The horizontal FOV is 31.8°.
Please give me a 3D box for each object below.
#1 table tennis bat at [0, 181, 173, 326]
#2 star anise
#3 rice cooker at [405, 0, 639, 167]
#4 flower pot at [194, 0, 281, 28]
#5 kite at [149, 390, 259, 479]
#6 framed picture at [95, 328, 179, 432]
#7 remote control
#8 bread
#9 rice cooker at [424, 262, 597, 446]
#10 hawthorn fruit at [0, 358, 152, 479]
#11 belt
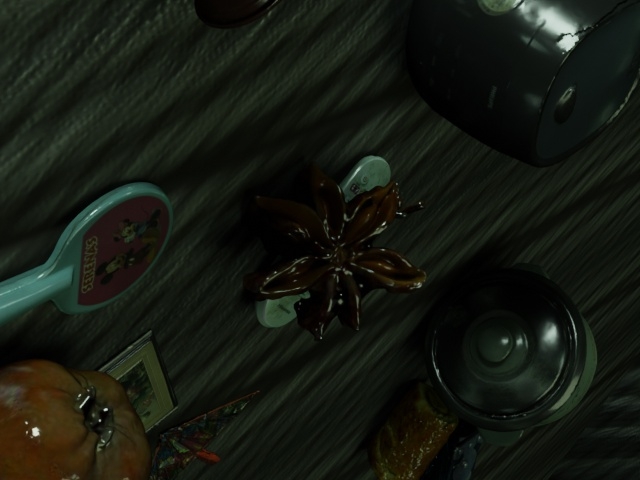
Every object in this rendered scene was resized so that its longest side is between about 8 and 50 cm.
[{"bbox_3d":[-0.239,0.025,1.099,0.244,0.040,0.153,-30,148,-41],"label":"table tennis bat"},{"bbox_3d":[0.008,0.019,1.296,0.220,0.190,0.126,17,153,-19],"label":"star anise"},{"bbox_3d":[0.234,-0.232,1.263,0.267,0.224,0.267,-34,147,-26],"label":"rice cooker"},{"bbox_3d":[-0.081,-0.246,0.933,0.111,0.111,0.089,-48,137,-3],"label":"flower pot"},{"bbox_3d":[-0.172,0.282,1.537,0.232,0.009,0.189,-46,152,-6],"label":"kite"},{"bbox_3d":[-0.255,0.214,1.331,0.195,0.010,0.199,-38,150,-21],"label":"framed picture"},{"bbox_3d":[0.002,0.000,1.405,0.256,0.045,0.097,-51,146,-3],"label":"remote control"},{"bbox_3d":[0.162,0.348,1.994,0.103,0.132,0.172,27,109,-21],"label":"bread"},{"bbox_3d":[0.322,0.190,1.878,0.316,0.264,0.317,-42,139,-52],"label":"rice cooker"},{"bbox_3d":[-0.296,0.240,1.141,0.251,0.199,0.199,-45,155,21],"label":"hawthorn fruit"},{"bbox_3d":[0.228,0.425,2.182,0.128,0.122,0.218,-26,138,-35],"label":"belt"}]
